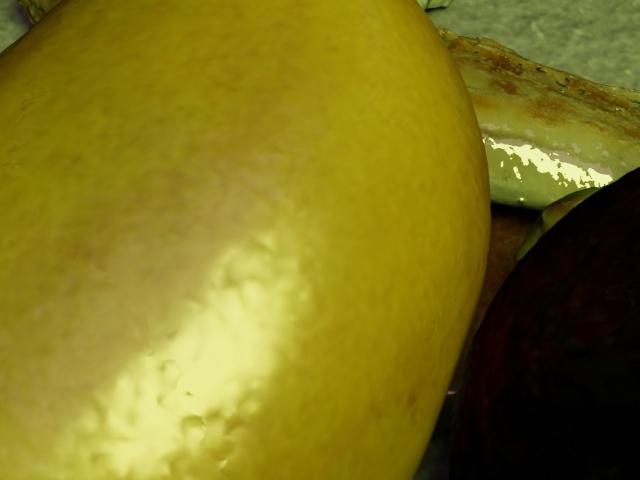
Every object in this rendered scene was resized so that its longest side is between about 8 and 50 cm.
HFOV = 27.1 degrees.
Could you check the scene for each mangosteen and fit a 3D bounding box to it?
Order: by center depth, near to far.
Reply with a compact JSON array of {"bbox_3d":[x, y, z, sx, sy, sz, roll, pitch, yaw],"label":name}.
[{"bbox_3d":[0.204,0.082,0.576,0.330,0.330,0.330,0,54,0],"label":"mangosteen"}]

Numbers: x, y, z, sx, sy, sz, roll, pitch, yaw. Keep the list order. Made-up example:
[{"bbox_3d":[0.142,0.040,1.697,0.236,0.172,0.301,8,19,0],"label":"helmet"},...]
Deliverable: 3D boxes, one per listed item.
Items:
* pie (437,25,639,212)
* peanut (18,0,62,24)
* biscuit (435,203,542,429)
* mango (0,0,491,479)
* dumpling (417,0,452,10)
[{"bbox_3d":[0.086,-0.074,0.785,0.283,0.068,0.128,12,40,6],"label":"pie"},{"bbox_3d":[-0.103,-0.161,0.889,0.207,0.087,0.087,12,55,8],"label":"peanut"},{"bbox_3d":[0.000,0.001,0.795,0.273,0.049,0.257,21,54,12],"label":"biscuit"},{"bbox_3d":[-0.092,0.042,0.610,0.300,0.232,0.445,25,74,23],"label":"mango"},{"bbox_3d":[0.036,-0.212,0.913,0.151,0.124,0.229,43,33,-13],"label":"dumpling"}]
